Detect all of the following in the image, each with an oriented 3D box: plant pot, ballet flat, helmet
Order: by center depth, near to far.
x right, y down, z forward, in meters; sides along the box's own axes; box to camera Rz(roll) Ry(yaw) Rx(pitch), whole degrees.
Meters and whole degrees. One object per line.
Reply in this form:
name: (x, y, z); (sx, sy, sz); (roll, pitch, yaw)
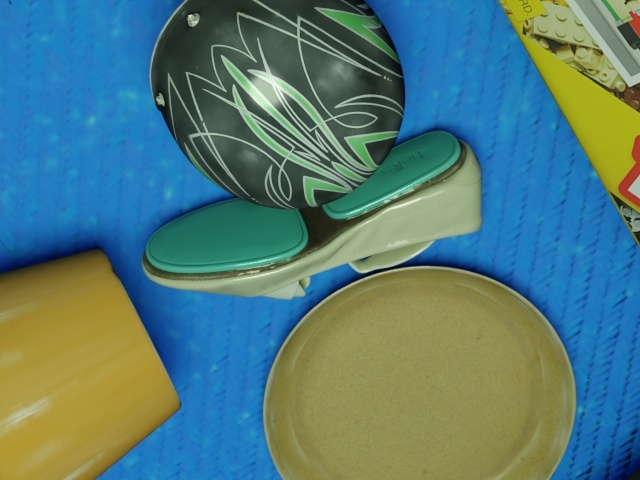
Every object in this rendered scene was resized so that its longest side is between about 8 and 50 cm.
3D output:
helmet: (-0.026, -0.101, 0.892); (0.169, 0.161, 0.169); (-1, 110, -2)
plant pot: (-0.207, 0.102, 0.953); (0.188, 0.205, 0.205); (-27, 110, -9)
ballet flat: (0.000, 0.000, 0.981); (0.248, 0.086, 0.086); (-18, 110, 3)
plant pot: (0.075, 0.124, 1.051); (0.236, 0.032, 0.236); (-1, 111, -2)

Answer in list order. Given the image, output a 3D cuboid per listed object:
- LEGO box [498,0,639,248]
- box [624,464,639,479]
LEGO box: (0.295, -0.198, 0.762); (0.372, 0.193, 0.500); (-15, 116, 44)
box: (0.384, 0.235, 0.928); (0.293, 0.212, 0.395); (44, 95, -9)
